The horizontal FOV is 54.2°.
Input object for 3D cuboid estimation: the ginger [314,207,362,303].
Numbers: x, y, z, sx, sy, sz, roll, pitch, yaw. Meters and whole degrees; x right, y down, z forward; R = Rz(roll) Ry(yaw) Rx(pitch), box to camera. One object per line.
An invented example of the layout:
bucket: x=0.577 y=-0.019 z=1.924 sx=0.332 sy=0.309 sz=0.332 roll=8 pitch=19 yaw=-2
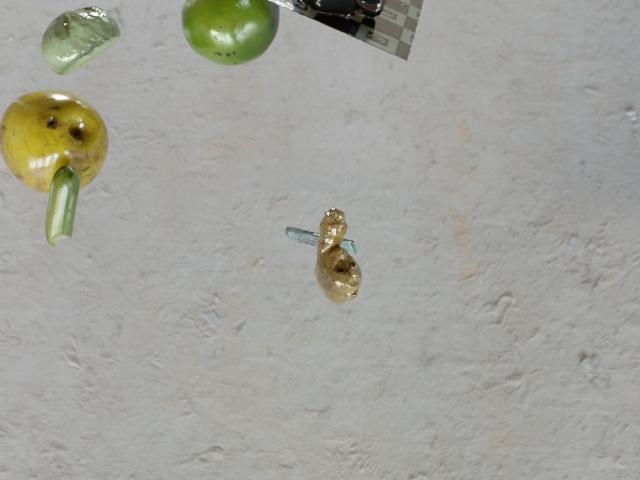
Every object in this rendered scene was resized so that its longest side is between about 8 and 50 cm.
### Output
ginger: x=0.029 y=0.033 z=0.992 sx=0.067 sy=0.165 sz=0.096 roll=-16 pitch=31 yaw=-23

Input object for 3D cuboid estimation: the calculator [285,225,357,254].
calculator: x=0.000 y=0.000 z=1.432 sx=0.172 sy=0.057 sz=0.018 roll=12 pitch=64 yaw=21

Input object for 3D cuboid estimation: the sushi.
sushi: x=0.001 y=-0.435 z=0.972 sx=0.359 sy=0.064 sz=0.343 roll=22 pitch=38 yaw=-3

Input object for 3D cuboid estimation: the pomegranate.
pomegranate: x=-0.229 y=-0.547 z=1.430 sx=0.236 sy=0.302 sz=0.235 roll=-19 pitch=47 yaw=22

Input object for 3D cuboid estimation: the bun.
bun: x=-0.579 y=-0.486 z=1.494 sx=0.195 sy=0.195 sz=0.118 roll=-36 pitch=110 yaw=-13

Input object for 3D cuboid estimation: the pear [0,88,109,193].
pear: x=-0.684 y=-0.256 z=1.617 sx=0.281 sy=0.280 sz=0.280 roll=-2 pitch=64 yaw=3

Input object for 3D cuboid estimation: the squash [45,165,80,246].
squash: x=-0.638 y=-0.079 z=1.544 sx=0.069 sy=0.238 sz=0.069 roll=17 pitch=32 yaw=-11
